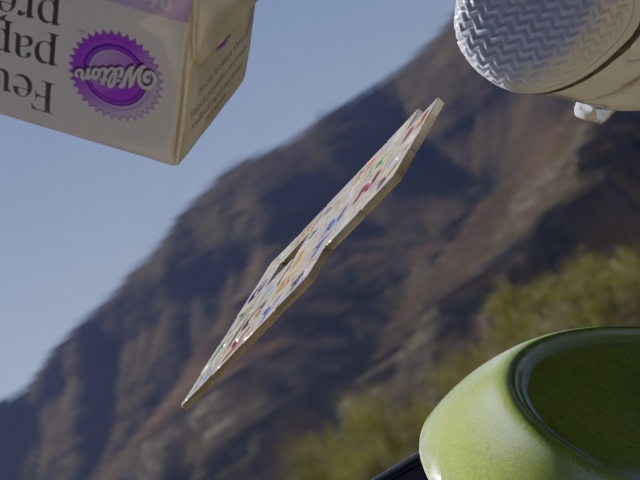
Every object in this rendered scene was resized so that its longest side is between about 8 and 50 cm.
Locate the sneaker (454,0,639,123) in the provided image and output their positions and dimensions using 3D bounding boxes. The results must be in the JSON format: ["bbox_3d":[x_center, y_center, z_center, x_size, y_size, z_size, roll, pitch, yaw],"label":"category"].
[{"bbox_3d":[0.249,-0.238,1.288,0.366,0.137,0.210,-54,-30,6],"label":"sneaker"}]

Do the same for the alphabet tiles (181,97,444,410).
[{"bbox_3d":[0.000,0.000,1.350,0.237,0.009,0.198,-47,7,34],"label":"alphabet tiles"}]

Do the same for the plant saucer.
[{"bbox_3d":[0.161,0.085,0.761,0.241,0.241,0.037,-25,-52,-59],"label":"plant saucer"}]

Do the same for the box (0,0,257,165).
[{"bbox_3d":[-0.180,-0.106,0.596,0.067,0.324,0.063,-58,-18,-54],"label":"box"}]

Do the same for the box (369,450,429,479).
[{"bbox_3d":[0.000,0.286,0.899,0.293,0.295,0.073,-31,-42,11],"label":"box"}]
